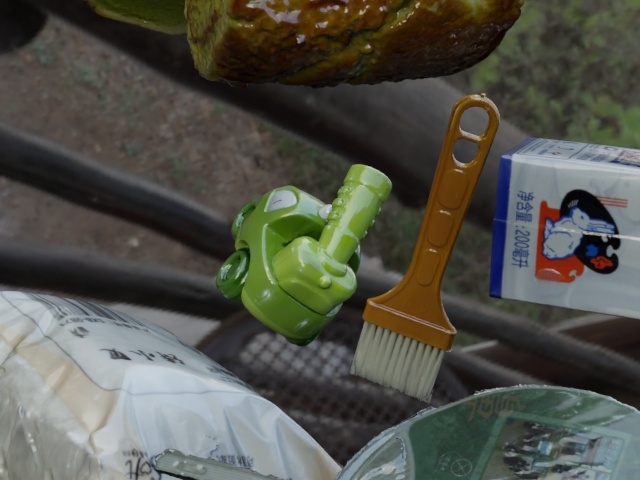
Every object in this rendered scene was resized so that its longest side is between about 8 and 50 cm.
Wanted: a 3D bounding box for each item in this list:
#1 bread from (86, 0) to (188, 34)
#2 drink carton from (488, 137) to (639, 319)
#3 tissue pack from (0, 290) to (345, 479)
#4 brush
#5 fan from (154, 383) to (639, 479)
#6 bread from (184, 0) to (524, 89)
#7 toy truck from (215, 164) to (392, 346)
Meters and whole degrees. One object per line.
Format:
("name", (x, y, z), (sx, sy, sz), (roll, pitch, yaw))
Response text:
("bread", (-0.249, -0.371, 1.804), (0.236, 0.236, 0.070), (43, 59, -43))
("drink carton", (0.302, 0.000, 1.057), (0.106, 0.315, 0.130), (-31, 126, -62))
("tissue pack", (-0.163, 0.181, 1.260), (0.376, 0.390, 0.195), (11, 100, -42))
("brush", (0.103, 0.009, 1.182), (0.017, 0.090, 0.314), (-57, 165, -62))
("fan", (0.072, 0.139, 0.710), (0.223, 0.294, 0.012), (-35, 134, -19))
("bread", (0.017, -0.141, 0.730), (0.172, 0.132, 0.103), (-5, 79, -18))
("toy truck", (-0.013, 0.017, 1.511), (0.148, 0.211, 0.187), (38, 55, -24))
